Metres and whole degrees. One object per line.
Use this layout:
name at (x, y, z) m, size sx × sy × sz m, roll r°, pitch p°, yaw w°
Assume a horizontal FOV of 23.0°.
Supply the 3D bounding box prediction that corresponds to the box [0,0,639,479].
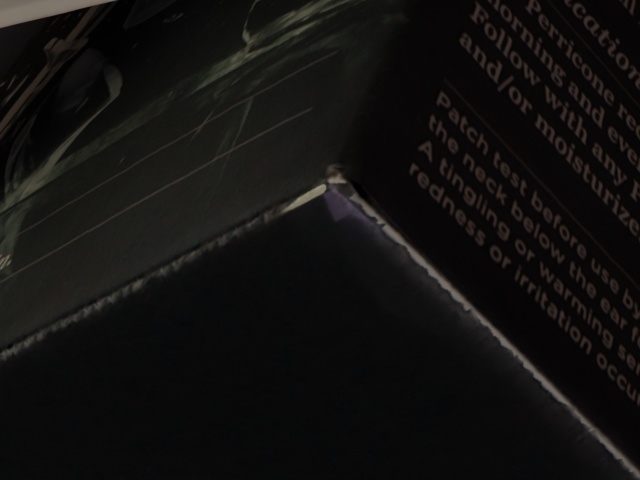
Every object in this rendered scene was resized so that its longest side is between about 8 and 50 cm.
box at (0.000, 0.000, 0.762) m, size 0.480 × 0.471 × 0.297 m, roll -27°, pitch 117°, yaw 39°

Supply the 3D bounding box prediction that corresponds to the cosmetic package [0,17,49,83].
cosmetic package at (-0.189, -0.214, 0.681) m, size 0.230 × 0.453 × 0.161 m, roll 29°, pitch 146°, yaw 1°

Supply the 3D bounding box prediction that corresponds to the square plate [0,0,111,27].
square plate at (-0.163, -0.211, 0.416) m, size 0.347 × 0.049 × 0.344 m, roll -12°, pitch 103°, yaw 13°
